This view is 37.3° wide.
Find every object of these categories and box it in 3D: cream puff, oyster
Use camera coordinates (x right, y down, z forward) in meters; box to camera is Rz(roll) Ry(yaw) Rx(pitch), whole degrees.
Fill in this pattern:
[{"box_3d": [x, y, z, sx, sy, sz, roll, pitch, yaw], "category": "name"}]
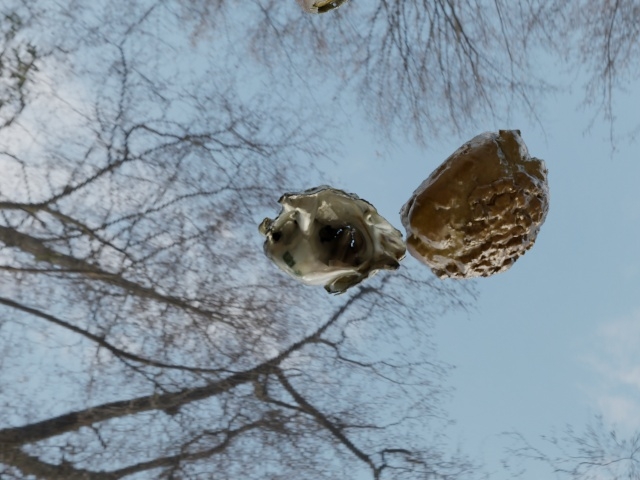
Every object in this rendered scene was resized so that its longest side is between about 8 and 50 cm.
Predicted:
[{"box_3d": [0.133, -0.023, 0.795, 0.126, 0.144, 0.103, -37, -95, -24], "category": "cream puff"}, {"box_3d": [-0.003, 0.000, 0.780, 0.108, 0.166, 0.053, 26, -124, -19], "category": "oyster"}]

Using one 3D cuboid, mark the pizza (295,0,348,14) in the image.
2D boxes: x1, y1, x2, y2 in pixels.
[{"box_3d": [0.053, -0.210, 0.551, 0.176, 0.185, 0.036, -40, -90, -7], "category": "pizza"}]
